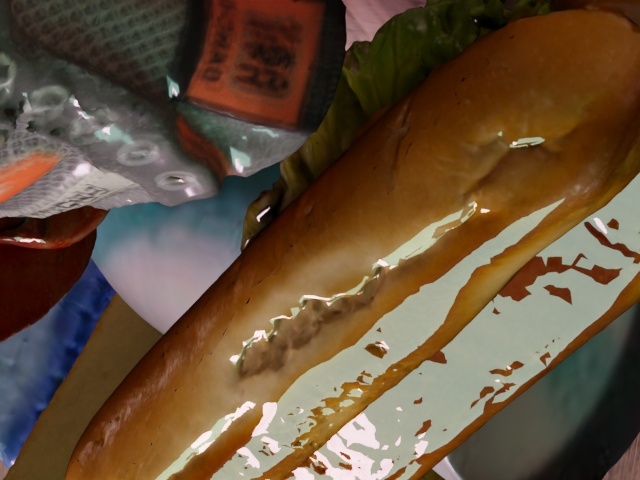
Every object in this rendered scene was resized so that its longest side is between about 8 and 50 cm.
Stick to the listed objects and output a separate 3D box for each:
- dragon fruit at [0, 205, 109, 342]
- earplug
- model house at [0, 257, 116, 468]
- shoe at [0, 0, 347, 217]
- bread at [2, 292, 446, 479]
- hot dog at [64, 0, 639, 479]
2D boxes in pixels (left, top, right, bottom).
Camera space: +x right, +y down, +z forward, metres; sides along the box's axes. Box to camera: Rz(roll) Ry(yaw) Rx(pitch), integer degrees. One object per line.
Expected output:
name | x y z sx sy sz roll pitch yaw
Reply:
dragon fruit | -0.230 -0.026 0.765 0.295 0.130 0.268 2 -144 -20
earplug | 0.000 0.000 0.864 0.324 0.185 0.185 15 180 44
model house | -0.221 0.062 1.255 0.329 0.252 0.295 18 173 -21
shoe | -0.078 -0.061 0.523 0.171 0.132 0.336 6 177 1
bread | -0.054 0.109 0.924 0.233 0.245 0.361 7 -161 28
hot dog | 0.025 0.015 0.615 0.135 0.100 0.337 5 142 -39
